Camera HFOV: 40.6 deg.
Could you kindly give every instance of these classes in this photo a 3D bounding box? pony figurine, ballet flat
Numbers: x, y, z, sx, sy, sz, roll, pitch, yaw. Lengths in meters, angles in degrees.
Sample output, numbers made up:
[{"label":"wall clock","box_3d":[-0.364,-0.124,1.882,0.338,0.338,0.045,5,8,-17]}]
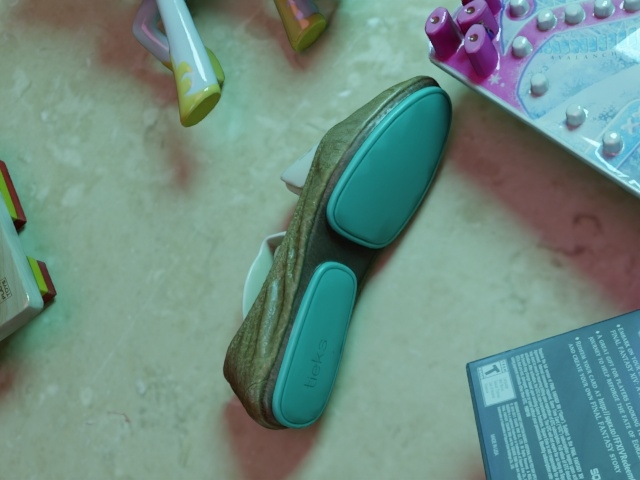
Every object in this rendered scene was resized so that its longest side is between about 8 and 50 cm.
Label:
[{"label":"pony figurine","box_3d":[-0.130,-0.348,0.863,0.351,0.303,0.363,-44,79,14]},{"label":"ballet flat","box_3d":[0.000,0.000,0.788,0.124,0.116,0.342,20,87,45]}]

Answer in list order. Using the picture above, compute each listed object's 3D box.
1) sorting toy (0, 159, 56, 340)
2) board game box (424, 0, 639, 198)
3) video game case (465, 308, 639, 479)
[{"label":"sorting toy","box_3d":[-0.423,0.040,0.941,0.255,0.089,0.257,-34,66,10]},{"label":"board game box","box_3d":[0.330,-0.207,0.642,0.390,0.050,0.390,-48,57,1]},{"label":"video game case","box_3d":[0.238,0.105,0.565,0.274,0.026,0.196,-19,27,12]}]
